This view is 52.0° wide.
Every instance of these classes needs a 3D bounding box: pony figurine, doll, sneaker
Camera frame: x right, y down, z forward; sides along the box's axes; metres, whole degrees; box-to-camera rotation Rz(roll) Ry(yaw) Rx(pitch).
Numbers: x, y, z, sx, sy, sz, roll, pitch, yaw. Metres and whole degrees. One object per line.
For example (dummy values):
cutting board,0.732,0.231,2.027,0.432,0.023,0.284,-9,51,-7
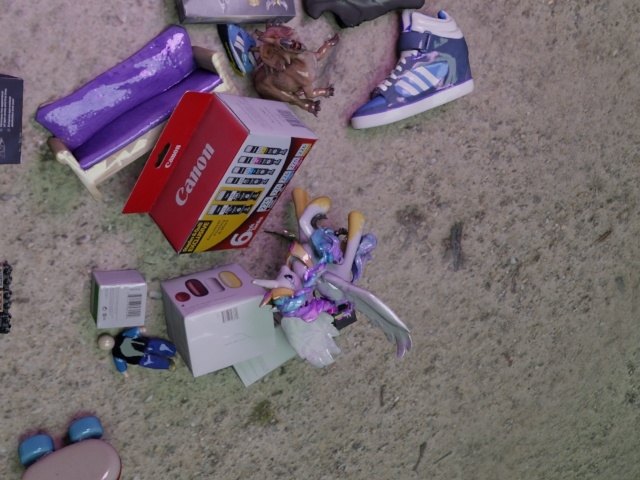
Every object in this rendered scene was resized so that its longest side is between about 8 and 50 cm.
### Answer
pony figurine,0.016,0.093,1.435,0.351,0.303,0.363,46,40,-25
doll,-0.416,0.254,1.492,0.189,0.046,0.129,24,95,-34
sneaker,0.093,-0.529,1.446,0.287,0.109,0.130,2,116,-18
sneaker,-0.171,-0.417,1.366,0.059,0.053,0.144,-32,128,-17
sneaker,0.192,-0.413,1.543,0.323,0.130,0.236,-21,100,-6

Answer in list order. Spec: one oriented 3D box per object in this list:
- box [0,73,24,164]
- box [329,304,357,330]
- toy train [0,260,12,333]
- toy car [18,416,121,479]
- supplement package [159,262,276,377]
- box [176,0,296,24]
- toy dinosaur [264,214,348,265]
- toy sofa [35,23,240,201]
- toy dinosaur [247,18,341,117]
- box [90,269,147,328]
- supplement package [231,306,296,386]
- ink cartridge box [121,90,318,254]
box,-0.613,-0.214,1.140,0.158,0.093,0.155,-14,118,-55
box,0.045,0.184,1.697,0.062,0.083,0.052,-24,119,-19
toy train,-0.644,0.116,1.325,0.036,0.027,0.158,4,108,-19
toy car,-0.549,0.563,1.481,0.210,0.219,0.237,-18,145,-23
supplement package,-0.232,0.169,1.467,0.194,0.203,0.149,-14,115,-25
box,-0.173,-0.522,1.286,0.231,0.056,0.182,-9,92,-25
toy dinosaur,0.000,0.000,1.618,0.268,0.064,0.118,33,98,-31
toy sofa,-0.351,-0.255,1.268,0.363,0.150,0.177,-36,123,-12
toy dinosaur,-0.081,-0.349,1.362,0.201,0.296,0.127,5,63,-29
box,-0.433,0.124,1.407,0.102,0.087,0.101,0,109,-28
supplement package,-0.145,0.251,1.605,0.179,0.105,0.105,-31,120,-15
ink cartridge box,-0.200,-0.126,1.297,0.272,0.130,0.309,-7,139,-52
